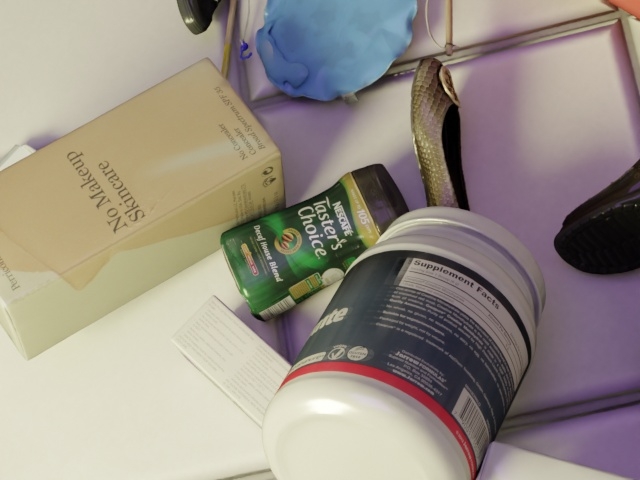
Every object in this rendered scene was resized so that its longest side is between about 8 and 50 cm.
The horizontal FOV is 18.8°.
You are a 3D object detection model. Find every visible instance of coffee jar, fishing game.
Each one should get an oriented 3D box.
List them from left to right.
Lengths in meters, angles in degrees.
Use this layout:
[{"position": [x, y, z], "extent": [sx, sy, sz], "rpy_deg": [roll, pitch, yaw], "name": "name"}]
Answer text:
[{"position": [0.000, 0.000, 1.912], "extent": [0.184, 0.079, 0.096], "rpy_deg": [-26, 65, 3], "name": "coffee jar"}, {"position": [0.021, -0.225, 2.021], "extent": [0.264, 0.041, 0.189], "rpy_deg": [-9, 65, 21], "name": "fishing game"}]

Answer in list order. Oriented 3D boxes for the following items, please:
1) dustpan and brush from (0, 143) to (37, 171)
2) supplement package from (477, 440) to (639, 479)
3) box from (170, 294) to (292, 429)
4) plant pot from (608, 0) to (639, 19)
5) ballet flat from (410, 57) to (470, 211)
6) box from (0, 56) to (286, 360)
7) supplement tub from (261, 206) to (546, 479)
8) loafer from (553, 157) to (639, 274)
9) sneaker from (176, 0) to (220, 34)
[{"position": [-0.295, 0.004, 1.995], "extent": [0.211, 0.060, 0.147], "rpy_deg": [41, 82, 15], "name": "dustpan and brush"}, {"position": [0.270, 0.310, 1.662], "extent": [0.293, 0.177, 0.175], "rpy_deg": [14, 73, 20], "name": "supplement package"}, {"position": [-0.010, 0.180, 1.850], "extent": [0.324, 0.063, 0.067], "rpy_deg": [40, 81, 25], "name": "box"}, {"position": [0.314, -0.352, 1.891], "extent": [0.275, 0.275, 0.243], "rpy_deg": [-44, 75, -5], "name": "plant pot"}, {"position": [0.129, -0.063, 1.899], "extent": [0.058, 0.084, 0.250], "rpy_deg": [-11, 71, 25], "name": "ballet flat"}, {"position": [-0.202, -0.032, 1.916], "extent": [0.311, 0.121, 0.148], "rpy_deg": [-32, 65, -15], "name": "box"}, {"position": [0.081, 0.117, 1.737], "extent": [0.191, 0.191, 0.272], "rpy_deg": [14, 45, 19], "name": "supplement tub"}, {"position": [0.321, -0.043, 1.838], "extent": [0.220, 0.080, 0.078], "rpy_deg": [-30, 29, 22], "name": "loafer"}, {"position": [-0.103, -0.303, 2.065], "extent": [0.089, 0.051, 0.170], "rpy_deg": [-15, 55, 22], "name": "sneaker"}]
